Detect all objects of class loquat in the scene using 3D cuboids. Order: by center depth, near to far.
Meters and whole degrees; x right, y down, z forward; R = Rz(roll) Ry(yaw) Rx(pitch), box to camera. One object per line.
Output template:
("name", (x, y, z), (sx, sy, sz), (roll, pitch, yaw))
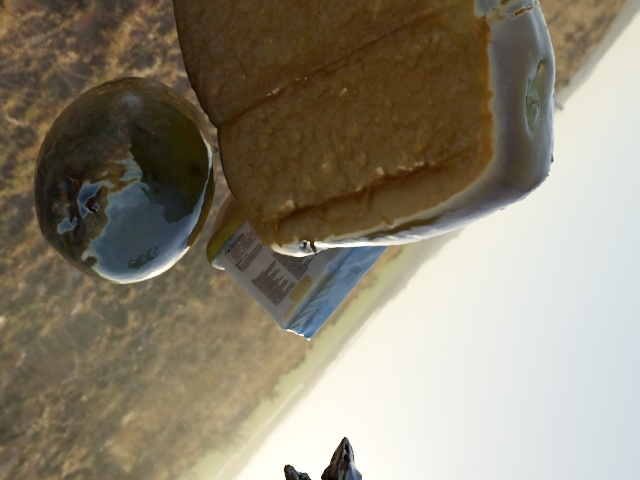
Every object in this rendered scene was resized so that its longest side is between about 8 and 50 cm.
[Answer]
("loquat", (-0.187, -0.058, 0.767), (0.228, 0.179, 0.179), (-81, -163, -45))

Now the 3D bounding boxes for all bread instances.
("bread", (0.038, -0.158, 0.675), (0.337, 0.328, 0.148), (-18, -178, 45))

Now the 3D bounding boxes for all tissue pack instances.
("tissue pack", (0.000, 0.000, 1.075), (0.229, 0.159, 0.145), (-50, 154, 2))

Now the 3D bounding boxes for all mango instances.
("mango", (-0.123, -0.021, 1.235), (0.136, 0.099, 0.227), (-51, -175, 18))

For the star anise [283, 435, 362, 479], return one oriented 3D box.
("star anise", (-0.007, 0.319, 0.750), (0.129, 0.212, 0.283), (-58, -170, 35))
